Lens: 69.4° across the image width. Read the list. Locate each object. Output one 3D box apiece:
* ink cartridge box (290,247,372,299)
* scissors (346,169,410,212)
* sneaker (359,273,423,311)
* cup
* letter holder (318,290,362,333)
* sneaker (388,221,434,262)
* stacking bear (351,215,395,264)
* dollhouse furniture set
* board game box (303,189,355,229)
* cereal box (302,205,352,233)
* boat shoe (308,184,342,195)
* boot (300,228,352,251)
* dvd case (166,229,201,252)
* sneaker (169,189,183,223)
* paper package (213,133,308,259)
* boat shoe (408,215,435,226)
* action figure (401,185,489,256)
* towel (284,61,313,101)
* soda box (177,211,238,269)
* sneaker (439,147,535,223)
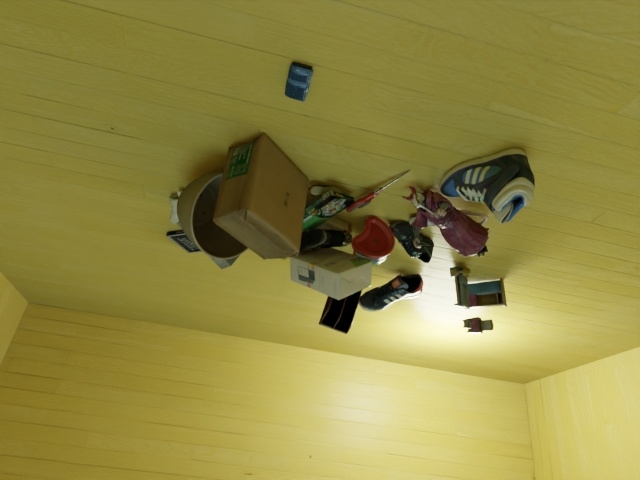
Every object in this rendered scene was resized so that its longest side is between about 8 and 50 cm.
[{"bbox_3d":[0.016,0.117,1.932,0.207,0.119,0.354,-17,-155,-42],"label":"ink cartridge box"},{"bbox_3d":[0.207,-0.178,1.723,0.109,0.021,0.297,-16,168,-39],"label":"scissors"},{"bbox_3d":[0.358,0.247,2.329,0.351,0.131,0.148,-18,147,-14],"label":"sneaker"},{"bbox_3d":[-0.412,-0.114,1.767,0.237,0.330,0.331,17,162,41],"label":"cup"},{"bbox_3d":[0.122,0.271,2.277,0.152,0.301,0.214,20,149,1],"label":"letter holder"},{"bbox_3d":[0.397,0.008,1.983,0.268,0.106,0.101,28,146,-30],"label":"sneaker"},{"bbox_3d":[0.216,0.039,2.026,0.164,0.175,0.289,33,163,6],"label":"stacking bear"},{"bbox_3d":[0.757,0.279,2.203,0.198,0.285,0.303,-11,157,28],"label":"dollhouse furniture set"},{"bbox_3d":[-0.001,-0.114,1.817,0.136,0.030,0.260,8,150,-44],"label":"board game box"},{"bbox_3d":[-0.006,-0.054,2.008,0.240,0.047,0.173,22,145,-24],"label":"cereal box"},{"bbox_3d":[0.018,-0.188,1.775,0.137,0.048,0.043,5,-169,-24],"label":"boat shoe"},{"bbox_3d":[0.001,0.002,1.953,0.179,0.085,0.237,3,170,-38],"label":"boot"},{"bbox_3d":[-0.597,-0.002,2.240,0.239,0.029,0.179,-8,147,23],"label":"dvd case"},{"bbox_3d":[-0.604,-0.150,1.952,0.094,0.080,0.212,33,135,-20],"label":"sneaker"},{"bbox_3d":[-0.197,-0.143,1.610,0.168,0.324,0.309,-11,147,29],"label":"paper package"},{"bbox_3d":[0.423,-0.082,1.886,0.126,0.038,0.046,-4,108,7],"label":"boat shoe"},{"bbox_3d":[0.474,-0.099,1.725,0.370,0.275,0.248,39,150,-9],"label":"action figure"},{"bbox_3d":[-0.064,-0.456,1.333,0.067,0.029,0.119,12,150,-8],"label":"towel"},{"bbox_3d":[-0.481,-0.009,2.020,0.091,0.098,0.286,-18,119,49],"label":"soda box"},{"bbox_3d":[0.544,-0.151,1.537,0.323,0.236,0.130,-21,140,39],"label":"sneaker"}]
